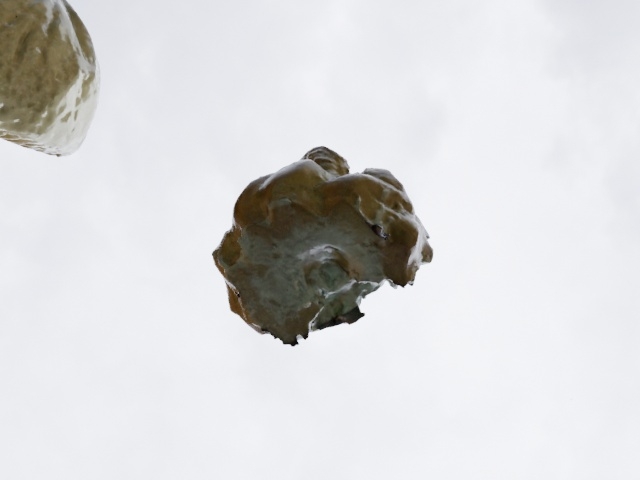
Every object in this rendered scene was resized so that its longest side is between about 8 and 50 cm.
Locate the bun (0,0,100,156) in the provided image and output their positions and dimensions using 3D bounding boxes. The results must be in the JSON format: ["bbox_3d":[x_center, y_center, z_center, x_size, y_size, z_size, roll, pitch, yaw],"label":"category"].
[{"bbox_3d":[-0.282,-0.166,0.690,0.220,0.220,0.134,29,-92,20],"label":"bun"}]

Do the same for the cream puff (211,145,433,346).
[{"bbox_3d":[0.000,0.000,0.598,0.156,0.156,0.121,-34,-88,8],"label":"cream puff"}]
